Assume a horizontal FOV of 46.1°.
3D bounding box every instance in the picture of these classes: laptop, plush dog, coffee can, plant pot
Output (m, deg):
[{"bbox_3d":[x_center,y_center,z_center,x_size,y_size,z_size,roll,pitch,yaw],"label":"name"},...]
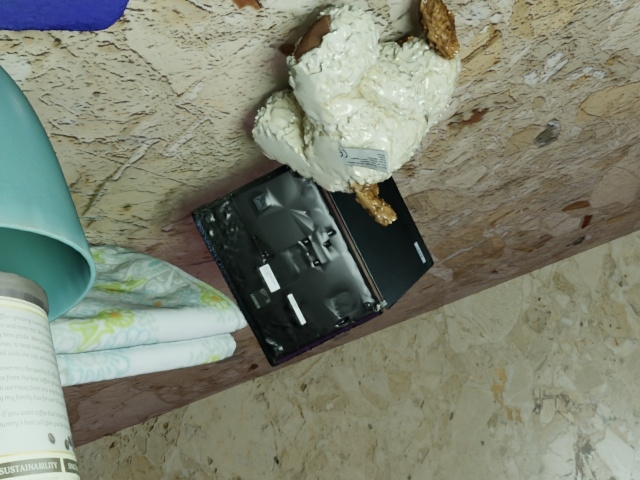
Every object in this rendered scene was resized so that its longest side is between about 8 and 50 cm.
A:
[{"bbox_3d":[0.000,0.000,1.031,0.264,0.234,0.136,-27,-173,2],"label":"laptop"},{"bbox_3d":[0.075,-0.158,0.870,0.225,0.210,0.262,-42,178,-25],"label":"plush dog"},{"bbox_3d":[-0.291,0.187,0.582,0.201,0.275,0.201,-17,160,-7],"label":"coffee can"},{"bbox_3d":[-0.365,-0.049,0.647,0.293,0.235,0.293,-16,160,-6],"label":"plant pot"}]

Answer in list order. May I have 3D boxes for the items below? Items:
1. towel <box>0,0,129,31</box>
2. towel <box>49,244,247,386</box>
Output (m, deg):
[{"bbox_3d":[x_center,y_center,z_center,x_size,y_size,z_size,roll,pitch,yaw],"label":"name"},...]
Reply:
[{"bbox_3d":[-0.271,-0.231,0.512,0.308,0.076,0.228,-7,164,-32],"label":"towel"},{"bbox_3d":[-0.327,0.079,0.968,0.374,0.090,0.320,-2,-163,-44],"label":"towel"}]
